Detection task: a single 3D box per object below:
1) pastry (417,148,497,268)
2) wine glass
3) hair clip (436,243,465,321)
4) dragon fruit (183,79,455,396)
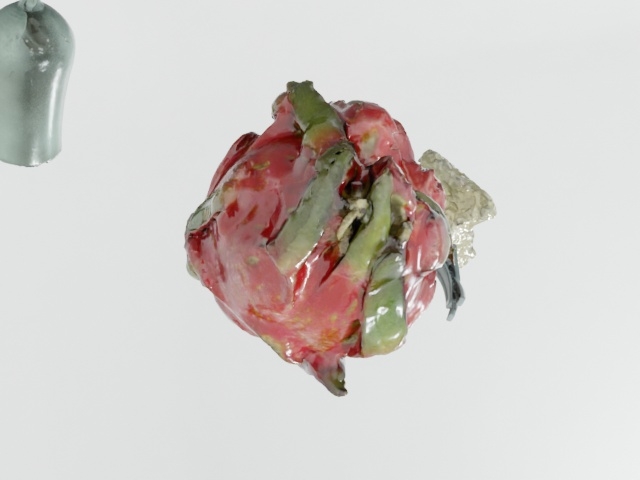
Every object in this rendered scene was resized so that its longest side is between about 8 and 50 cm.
[{"bbox_3d":[0.138,-0.027,1.857,0.089,0.121,0.258,-50,175,-6],"label":"pastry"},{"bbox_3d":[-0.315,-0.198,1.720,0.103,0.231,0.103,6,-145,-4],"label":"wine glass"},{"bbox_3d":[0.120,0.038,1.562,0.039,0.030,0.115,16,-154,-14],"label":"hair clip"},{"bbox_3d":[0.006,-0.010,1.425,0.237,0.231,0.302,-50,178,-17],"label":"dragon fruit"}]
